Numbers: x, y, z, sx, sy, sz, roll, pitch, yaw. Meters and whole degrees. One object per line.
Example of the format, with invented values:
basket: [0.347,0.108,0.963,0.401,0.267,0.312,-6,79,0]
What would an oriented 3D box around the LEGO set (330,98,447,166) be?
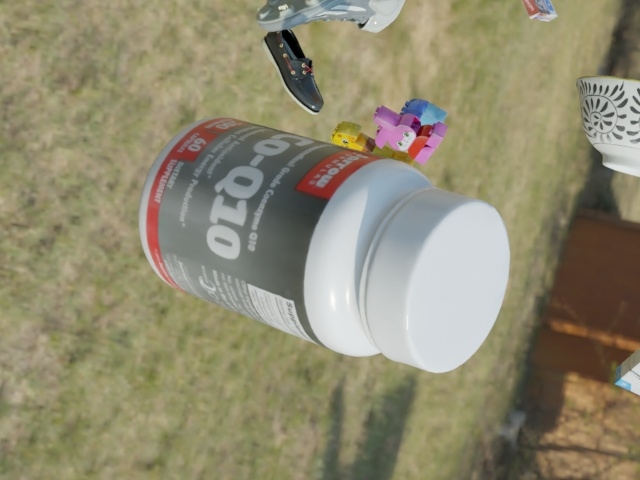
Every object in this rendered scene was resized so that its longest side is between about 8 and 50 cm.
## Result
LEGO set: [0.056,-0.095,1.309,0.087,0.093,0.227,-64,-175,-38]

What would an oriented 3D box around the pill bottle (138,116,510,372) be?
pill bottle: [0.000,0.000,0.996,0.161,0.283,0.161,-22,120,-45]

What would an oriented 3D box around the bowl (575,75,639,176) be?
bowl: [0.333,-0.107,1.239,0.170,0.170,0.080,12,94,-73]

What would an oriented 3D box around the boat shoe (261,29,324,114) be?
boat shoe: [-0.032,-0.233,1.657,0.049,0.042,0.133,-14,72,-58]

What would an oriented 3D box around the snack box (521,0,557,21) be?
snack box: [0.315,-0.427,1.910,0.064,0.022,0.178,-7,71,-54]

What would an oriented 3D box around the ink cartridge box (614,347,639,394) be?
ink cartridge box: [0.433,0.170,1.614,0.083,0.048,0.028,121,-10,-50]

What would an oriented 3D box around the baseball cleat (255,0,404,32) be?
baseball cleat: [0.024,-0.295,1.555,0.072,0.206,0.109,-107,172,-47]
